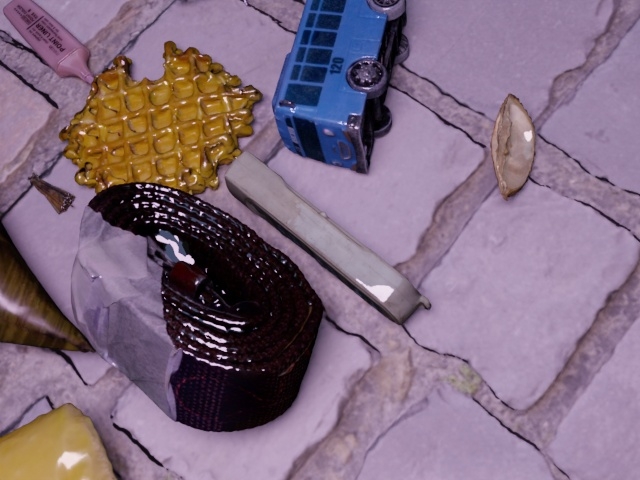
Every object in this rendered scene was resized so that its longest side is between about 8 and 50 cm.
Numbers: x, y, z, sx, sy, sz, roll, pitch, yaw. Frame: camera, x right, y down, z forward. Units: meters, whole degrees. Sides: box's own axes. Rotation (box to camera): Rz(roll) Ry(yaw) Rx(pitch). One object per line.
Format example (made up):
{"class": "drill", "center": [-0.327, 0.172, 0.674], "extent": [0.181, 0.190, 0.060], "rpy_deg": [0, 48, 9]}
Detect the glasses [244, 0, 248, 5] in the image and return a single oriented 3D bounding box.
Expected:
{"class": "glasses", "center": [-0.128, -0.368, 1.019], "extent": [0.104, 0.062, 0.139], "rpy_deg": [20, 74, 13]}

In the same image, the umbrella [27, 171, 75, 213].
{"class": "umbrella", "center": [-0.337, -0.060, 0.952], "extent": [0.083, 0.020, 0.031], "rpy_deg": [31, 115, 17]}

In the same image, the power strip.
{"class": "power strip", "center": [0.002, -0.002, 0.853], "extent": [0.286, 0.080, 0.048], "rpy_deg": [38, 84, 17]}

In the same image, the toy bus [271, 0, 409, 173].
{"class": "toy bus", "center": [0.027, -0.208, 0.909], "extent": [0.134, 0.116, 0.233], "rpy_deg": [10, 69, 12]}

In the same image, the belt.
{"class": "belt", "center": [-0.139, 0.073, 0.801], "extent": [0.289, 0.164, 0.184], "rpy_deg": [37, 51, 20]}

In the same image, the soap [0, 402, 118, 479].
{"class": "soap", "center": [-0.359, 0.373, 0.736], "extent": [0.428, 0.115, 0.306], "rpy_deg": [-29, 72, -3]}

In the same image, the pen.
{"class": "pen", "center": [-0.362, -0.267, 1.027], "extent": [0.053, 0.032, 0.197], "rpy_deg": [-44, 68, -10]}

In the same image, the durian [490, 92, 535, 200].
{"class": "durian", "center": [0.222, -0.104, 0.868], "extent": [0.052, 0.066, 0.130], "rpy_deg": [4, 79, 10]}

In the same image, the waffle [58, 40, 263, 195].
{"class": "waffle", "center": [-0.205, -0.145, 0.951], "extent": [0.229, 0.051, 0.231], "rpy_deg": [30, 76, 14]}

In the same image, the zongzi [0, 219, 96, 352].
{"class": "zongzi", "center": [-0.431, -0.077, 0.903], "extent": [0.433, 0.207, 0.403], "rpy_deg": [14, 60, -6]}
